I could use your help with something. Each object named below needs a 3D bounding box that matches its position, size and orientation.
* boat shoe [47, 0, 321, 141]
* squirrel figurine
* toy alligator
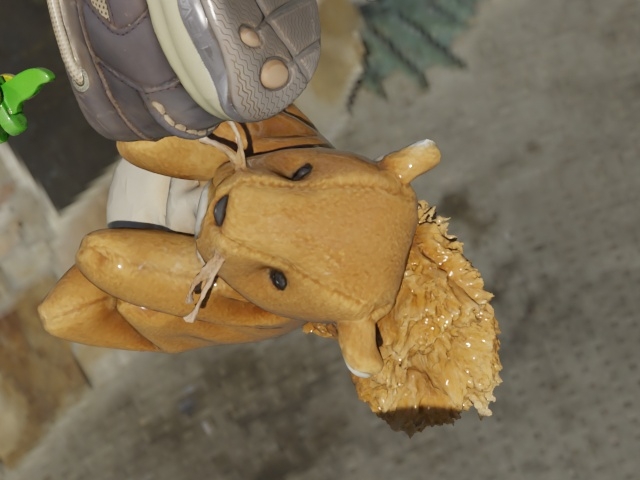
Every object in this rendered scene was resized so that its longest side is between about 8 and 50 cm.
[{"bbox_3d":[-0.115,-0.213,0.887,0.130,0.132,0.355,-21,77,27],"label":"boat shoe"},{"bbox_3d":[0.000,0.000,1.526,0.370,0.397,0.281,4,74,60],"label":"squirrel figurine"},{"bbox_3d":[-0.284,-0.092,1.373,0.190,0.051,0.056,-8,6,15],"label":"toy alligator"}]
